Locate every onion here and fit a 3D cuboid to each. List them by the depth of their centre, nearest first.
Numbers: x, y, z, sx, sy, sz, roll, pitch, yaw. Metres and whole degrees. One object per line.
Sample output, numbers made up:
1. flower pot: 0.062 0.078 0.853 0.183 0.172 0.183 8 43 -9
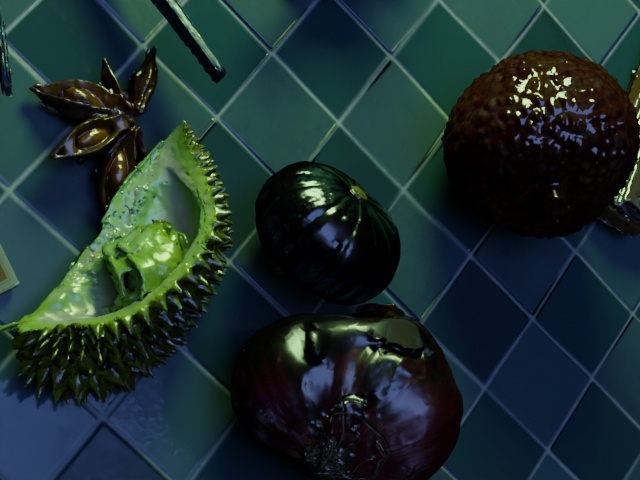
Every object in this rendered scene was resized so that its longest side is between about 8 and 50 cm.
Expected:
1. onion: 0.025 0.182 1.737 0.281 0.221 0.281 14 45 -15

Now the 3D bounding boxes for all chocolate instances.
1. chocolate: 0.468 -0.158 2.132 0.102 0.065 0.329 33 64 -19

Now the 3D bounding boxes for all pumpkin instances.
1. pumpkin: 0.009 -0.009 1.786 0.194 0.194 0.150 19 95 -24

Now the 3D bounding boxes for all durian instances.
1. durian: -0.208 0.047 1.695 0.169 0.157 0.355 35 63 7

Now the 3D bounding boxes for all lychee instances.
1. lychee: 0.282 -0.129 1.923 0.261 0.261 0.260 6 77 -28

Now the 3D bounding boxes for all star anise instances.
1. star anise: -0.258 -0.137 1.732 0.157 0.053 0.212 8 80 -31

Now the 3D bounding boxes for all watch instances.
1. watch: -0.262 -0.304 1.731 0.276 0.068 0.274 -6 71 -28

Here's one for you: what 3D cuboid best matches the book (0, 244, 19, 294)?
1. book: -0.465 0.025 1.607 0.242 0.018 0.170 -27 92 -31
